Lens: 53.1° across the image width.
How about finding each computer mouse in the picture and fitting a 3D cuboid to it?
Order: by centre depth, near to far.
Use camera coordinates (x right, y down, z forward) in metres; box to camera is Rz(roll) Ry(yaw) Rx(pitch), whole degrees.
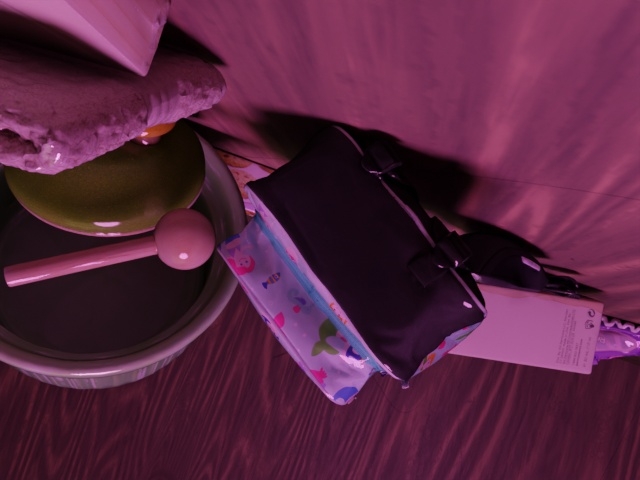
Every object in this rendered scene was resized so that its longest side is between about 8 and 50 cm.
[{"bbox_3d":[0.202,0.021,0.816,0.262,0.060,0.184,11,-178,-44],"label":"computer mouse"}]

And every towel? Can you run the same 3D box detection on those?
[{"bbox_3d":[-0.225,-0.113,0.407,0.282,0.049,0.187,18,-152,11],"label":"towel"}]

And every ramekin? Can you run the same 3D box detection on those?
[{"bbox_3d":[-0.239,0.012,0.685,0.304,0.303,0.148,19,151,-7],"label":"ramekin"}]

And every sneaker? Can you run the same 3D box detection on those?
[{"bbox_3d":[0.537,0.195,1.223,0.237,0.104,0.095,16,173,20],"label":"sneaker"}]

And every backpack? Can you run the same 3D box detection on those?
[{"bbox_3d":[0.037,0.031,0.616,0.225,0.191,0.253,52,-172,10],"label":"backpack"}]

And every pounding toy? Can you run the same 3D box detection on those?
[{"bbox_3d":[-0.186,-0.086,0.564,0.183,0.236,0.110,-3,139,-18],"label":"pounding toy"}]

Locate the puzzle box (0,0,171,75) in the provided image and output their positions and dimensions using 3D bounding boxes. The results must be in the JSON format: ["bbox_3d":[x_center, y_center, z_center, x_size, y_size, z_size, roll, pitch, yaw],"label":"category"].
[{"bbox_3d":[-0.300,-0.193,0.271,0.409,0.052,0.272,18,176,9],"label":"puzzle box"}]

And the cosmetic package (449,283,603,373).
[{"bbox_3d":[0.240,0.111,0.975,0.310,0.113,0.160,10,-178,-6],"label":"cosmetic package"}]

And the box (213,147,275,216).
[{"bbox_3d":[-0.166,-0.093,0.837,0.324,0.067,0.063,20,175,-10],"label":"box"}]
